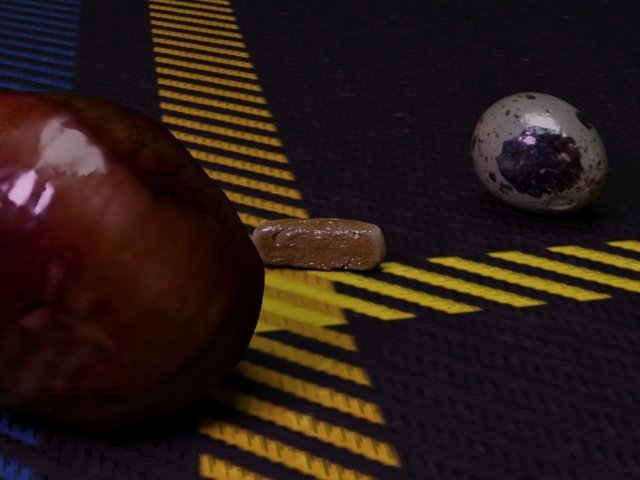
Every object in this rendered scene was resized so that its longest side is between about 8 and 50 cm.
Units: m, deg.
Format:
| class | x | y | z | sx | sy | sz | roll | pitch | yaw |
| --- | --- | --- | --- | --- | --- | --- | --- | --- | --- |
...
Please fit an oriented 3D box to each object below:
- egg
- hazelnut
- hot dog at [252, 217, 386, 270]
| class | x | y | z | sx | sy | sz | roll | pitch | yaw |
| --- | --- | --- | --- | --- | --- | --- | --- | --- | --- |
| egg | 0.157 | -0.061 | 0.947 | 0.085 | 0.085 | 0.110 | -16 | 39 | -29 |
| hazelnut | -0.132 | 0.014 | 0.711 | 0.204 | 0.178 | 0.178 | 32 | 28 | 1 |
| hot dog | 0.000 | 0.000 | 0.885 | 0.090 | 0.030 | 0.034 | 2 | 22 | 9 |
